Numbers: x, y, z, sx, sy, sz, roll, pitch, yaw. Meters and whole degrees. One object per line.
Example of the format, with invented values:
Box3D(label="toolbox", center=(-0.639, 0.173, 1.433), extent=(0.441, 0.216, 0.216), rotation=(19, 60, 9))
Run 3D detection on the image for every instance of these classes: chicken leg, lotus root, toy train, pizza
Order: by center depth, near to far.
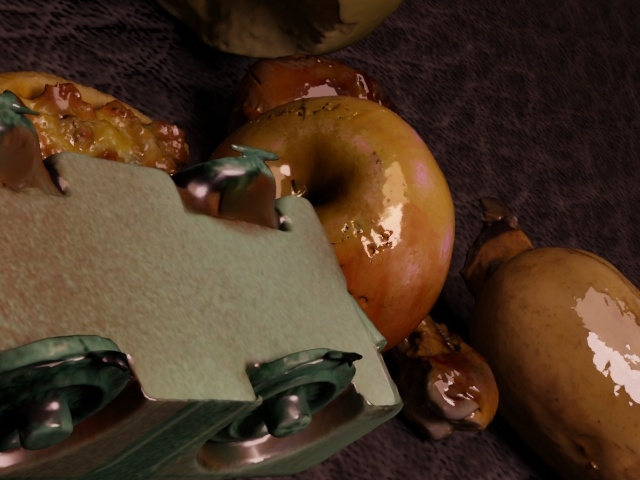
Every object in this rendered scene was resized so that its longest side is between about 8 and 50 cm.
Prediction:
Box3D(label="toy train", center=(-0.106, 0.040, 0.709), extent=(0.326, 0.159, 0.129), rotation=(9, 49, -56))
Box3D(label="pizza", center=(-0.112, -0.033, 0.909), extent=(0.134, 0.046, 0.175), rotation=(56, 28, 14))
Box3D(label="chicken leg", center=(0.025, 0.003, 1.039), extent=(0.107, 0.087, 0.251), rotation=(-17, 73, -38))
Box3D(label="lotus root", center=(0.153, 0.067, 1.091), extent=(0.221, 0.118, 0.125), rotation=(50, -5, 9))

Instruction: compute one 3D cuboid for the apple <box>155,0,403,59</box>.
Box3D(label="apple", center=(-0.036, -0.248, 1.059), extent=(0.279, 0.279, 0.279), rotation=(35, 30, -24))

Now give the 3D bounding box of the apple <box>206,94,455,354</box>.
Box3D(label="apple", center=(0.000, 0.000, 0.934), extent=(0.146, 0.146, 0.146), rotation=(35, 30, -24))
